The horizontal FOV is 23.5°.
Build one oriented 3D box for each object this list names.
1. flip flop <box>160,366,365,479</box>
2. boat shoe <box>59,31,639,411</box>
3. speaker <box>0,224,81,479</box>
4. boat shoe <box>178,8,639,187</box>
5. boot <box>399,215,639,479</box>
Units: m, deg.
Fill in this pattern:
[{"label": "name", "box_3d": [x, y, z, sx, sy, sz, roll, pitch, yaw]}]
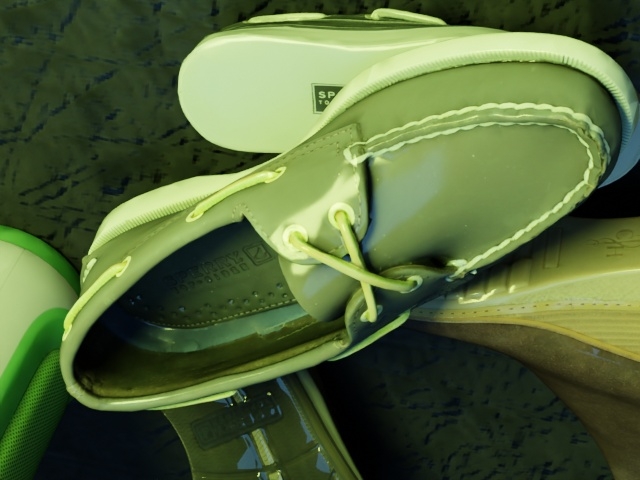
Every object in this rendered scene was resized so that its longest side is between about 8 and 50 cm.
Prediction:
[{"label": "flip flop", "box_3d": [-0.035, 0.105, 0.866, 0.112, 0.080, 0.277, -21, 101, 24]}, {"label": "boat shoe", "box_3d": [0.003, 0.003, 0.690, 0.305, 0.091, 0.109, -22, 121, 34]}, {"label": "speaker", "box_3d": [-0.207, 0.115, 0.766, 0.131, 0.296, 0.131, 5, 124, 8]}, {"label": "boat shoe", "box_3d": [0.045, -0.075, 0.729, 0.219, 0.070, 0.078, 10, 117, 10]}, {"label": "boot", "box_3d": [0.132, 0.069, 0.798, 0.248, 0.090, 0.207, 2, 136, 27]}]
